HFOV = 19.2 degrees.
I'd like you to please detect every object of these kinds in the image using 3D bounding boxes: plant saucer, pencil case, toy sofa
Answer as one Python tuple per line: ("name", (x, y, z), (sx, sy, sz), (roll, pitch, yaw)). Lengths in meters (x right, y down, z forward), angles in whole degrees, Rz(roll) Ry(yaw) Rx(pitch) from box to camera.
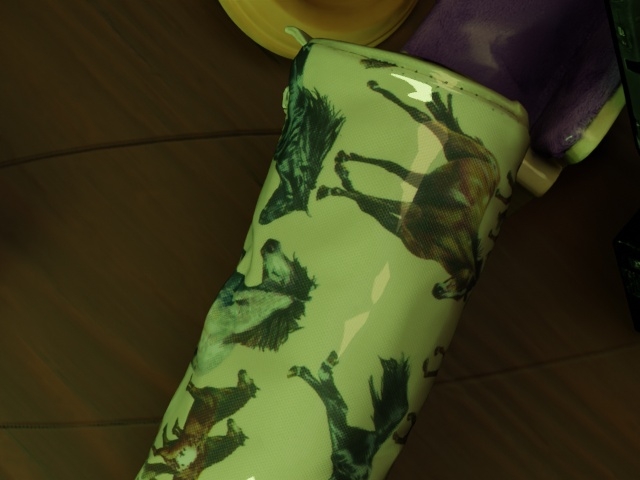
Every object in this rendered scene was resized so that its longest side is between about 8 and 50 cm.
("plant saucer", (0.005, -0.233, 1.416), (0.200, 0.037, 0.200), (-3, 96, -28))
("pencil case", (-0.011, 0.069, 1.259), (0.160, 0.183, 0.410), (20, 94, -47))
("toy sofa", (0.200, -0.207, 1.420), (0.150, 0.177, 0.362), (37, 73, -2))

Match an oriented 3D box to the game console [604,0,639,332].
("game console", (0.274, -0.098, 1.344), (0.044, 0.361, 0.213), (28, 64, 35))
